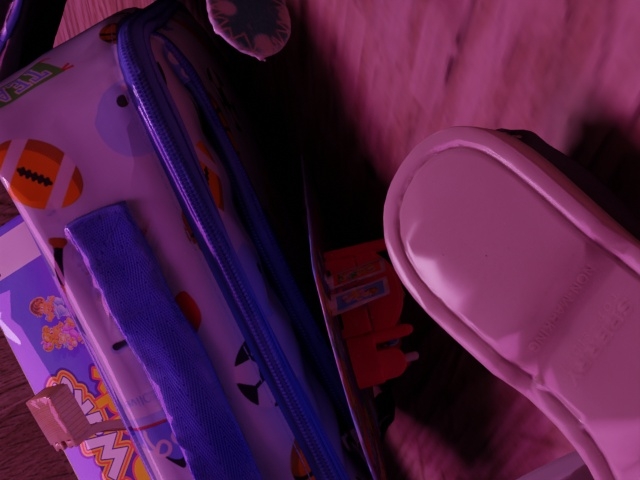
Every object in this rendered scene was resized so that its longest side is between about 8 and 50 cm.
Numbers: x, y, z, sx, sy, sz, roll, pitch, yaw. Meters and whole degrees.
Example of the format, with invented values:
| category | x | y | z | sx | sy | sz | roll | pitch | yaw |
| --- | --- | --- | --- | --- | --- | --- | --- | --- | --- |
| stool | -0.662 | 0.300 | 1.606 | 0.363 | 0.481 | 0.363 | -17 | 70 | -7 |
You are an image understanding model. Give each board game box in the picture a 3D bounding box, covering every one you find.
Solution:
| category | x | y | z | sx | sy | sz | roll | pitch | yaw |
| --- | --- | --- | --- | --- | --- | --- | --- | --- | --- |
| board game box | -0.081 | 0.130 | 0.932 | 0.347 | 0.078 | 0.233 | 62 | -161 | 6 |
| board game box | 0.026 | 0.036 | 0.610 | 0.169 | 0.033 | 0.133 | -96 | -10 | -61 |

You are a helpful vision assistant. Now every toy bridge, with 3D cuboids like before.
| category | x | y | z | sx | sy | sz | roll | pitch | yaw |
| --- | --- | --- | --- | --- | --- | --- | --- | --- | --- |
| toy bridge | -0.097 | 0.074 | 0.807 | 0.026 | 0.188 | 0.063 | -18 | 104 | 38 |

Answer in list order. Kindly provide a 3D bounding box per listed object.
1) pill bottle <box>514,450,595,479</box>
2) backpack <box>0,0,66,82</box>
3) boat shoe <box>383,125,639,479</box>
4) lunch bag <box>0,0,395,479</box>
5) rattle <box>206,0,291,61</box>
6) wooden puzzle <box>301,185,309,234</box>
| category | x | y | z | sx | sy | sz | roll | pitch | yaw |
| --- | --- | --- | --- | --- | --- | --- | --- | --- | --- |
| pill bottle | 0.106 | 0.146 | 0.431 | 0.152 | 0.086 | 0.086 | 62 | 168 | 7 |
| backpack | -0.261 | -0.179 | 0.724 | 0.213 | 0.263 | 0.276 | -71 | 6 | -59 |
| boat shoe | 0.101 | 0.046 | 0.351 | 0.065 | 0.075 | 0.206 | 2 | -139 | -53 |
| lunch bag | -0.055 | 0.032 | 0.676 | 0.243 | 0.115 | 0.303 | -99 | -16 | -77 |
| rattle | -0.051 | -0.161 | 0.469 | 0.199 | 0.130 | 0.143 | 37 | -178 | -8 |
| wooden puzzle | 0.000 | 0.000 | 0.678 | 0.083 | 0.006 | 0.049 | -92 | -14 | -74 |
